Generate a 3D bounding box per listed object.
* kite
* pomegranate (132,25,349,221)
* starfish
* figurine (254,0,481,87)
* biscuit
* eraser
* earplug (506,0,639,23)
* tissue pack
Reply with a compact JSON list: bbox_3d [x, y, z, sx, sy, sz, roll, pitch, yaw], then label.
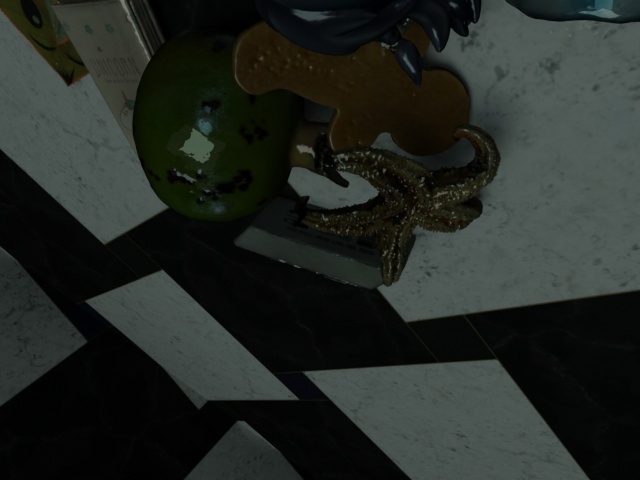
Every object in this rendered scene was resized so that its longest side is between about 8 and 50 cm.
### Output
[{"bbox_3d":[-0.508,-0.427,0.920,0.378,0.013,0.327,23,142,9],"label":"kite"},{"bbox_3d":[-0.120,-0.152,0.742,0.323,0.291,0.290,32,143,13],"label":"pomegranate"},{"bbox_3d":[0.111,-0.046,0.717,0.303,0.113,0.312,-11,147,-4],"label":"starfish"},{"bbox_3d":[0.062,-0.285,0.506,0.175,0.265,0.197,50,159,36],"label":"figurine"},{"bbox_3d":[0.055,-0.219,0.653,0.340,0.047,0.216,19,107,-22],"label":"biscuit"},{"bbox_3d":[0.000,-0.001,0.965,0.353,0.111,0.077,17,140,17],"label":"eraser"},{"bbox_3d":[0.253,-0.358,0.373,0.185,0.185,0.324,12,133,23],"label":"earplug"},{"bbox_3d":[-0.325,-0.280,0.905,0.170,0.071,0.325,9,138,26],"label":"tissue pack"}]
